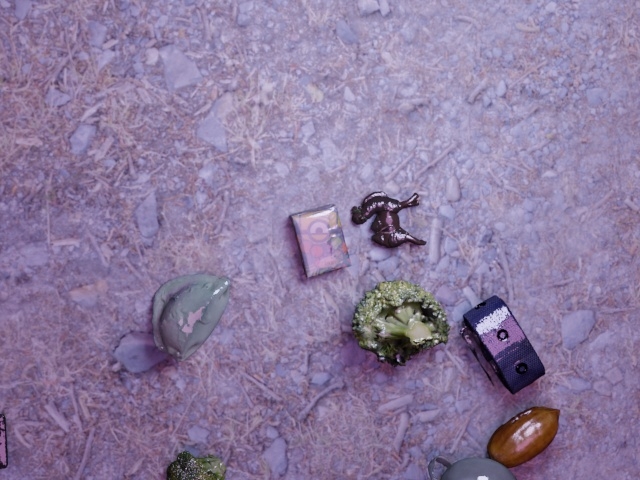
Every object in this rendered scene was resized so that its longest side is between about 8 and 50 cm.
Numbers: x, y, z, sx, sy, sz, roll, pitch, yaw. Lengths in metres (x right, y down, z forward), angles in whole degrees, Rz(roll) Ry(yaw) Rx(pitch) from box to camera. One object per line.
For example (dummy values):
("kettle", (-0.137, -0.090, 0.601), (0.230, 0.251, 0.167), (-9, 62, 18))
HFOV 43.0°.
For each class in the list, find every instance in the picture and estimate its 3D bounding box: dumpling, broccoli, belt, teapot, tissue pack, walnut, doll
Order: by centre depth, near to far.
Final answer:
("dumpling", (-0.292, 0.152, 1.783), (0.149, 0.105, 0.216), (38, 88, -11))
("broccoli", (-0.272, 0.545, 1.814), (0.138, 0.146, 0.162), (-31, 80, -38))
("broccoli", (0.186, 0.191, 1.840), (0.226, 0.176, 0.198), (33, 93, 4))
("tissue pack", (0.000, 0.000, 1.845), (0.109, 0.060, 0.148), (-14, 96, -7))
("doll", (0.156, -0.046, 1.873), (0.165, 0.057, 0.139), (-6, 98, -1))
("teapot", (0.371, 0.603, 1.901), (0.294, 0.129, 0.193), (34, 123, -8))
("belt", (0.421, 0.250, 1.908), (0.126, 0.139, 0.230), (-34, 101, 0))
("walnut", (0.489, 0.465, 1.945), (0.207, 0.116, 0.115), (-37, 100, 0))

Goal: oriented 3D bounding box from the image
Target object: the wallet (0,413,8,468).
("wallet", (-0.805, 0.443, 1.757), (0.244, 0.025, 0.124), (-3, 95, -8))
